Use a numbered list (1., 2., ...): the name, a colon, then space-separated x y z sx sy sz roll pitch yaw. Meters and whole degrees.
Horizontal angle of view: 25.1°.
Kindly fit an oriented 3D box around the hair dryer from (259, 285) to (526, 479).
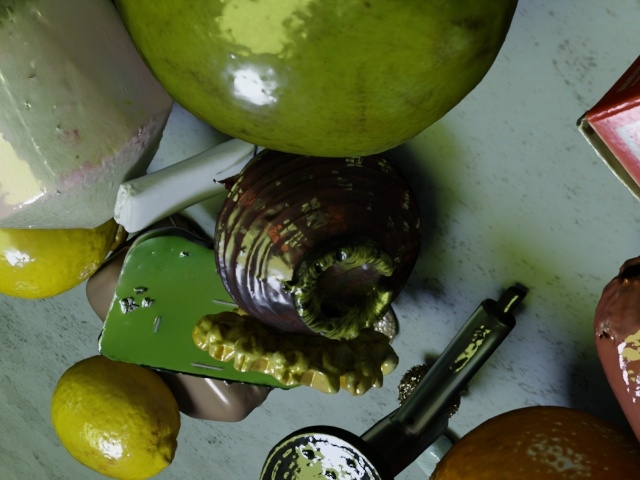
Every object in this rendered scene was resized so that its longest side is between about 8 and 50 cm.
1. hair dryer: 0.088 0.174 1.606 0.155 0.320 0.284 27 120 19

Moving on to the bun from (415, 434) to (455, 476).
1. bun: 0.157 0.288 1.944 0.083 0.045 0.083 34 147 25

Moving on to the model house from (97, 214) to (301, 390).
1. model house: -0.133 0.059 1.889 0.154 0.293 0.207 -109 36 -58

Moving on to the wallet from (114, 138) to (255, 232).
1. wallet: -0.167 -0.069 1.765 0.033 0.190 0.095 55 157 22

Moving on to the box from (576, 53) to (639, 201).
1. box: 0.303 -0.104 1.092 0.133 0.182 0.099 48 152 -11

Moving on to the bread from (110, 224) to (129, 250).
1. bread: -0.388 -0.043 2.195 0.239 0.074 0.093 14 110 43

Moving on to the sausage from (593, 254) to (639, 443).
1. sausage: 0.361 0.138 1.369 0.152 0.152 0.280 -3 123 54

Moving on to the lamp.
1. lamp: 0.000 0.000 1.583 0.247 0.247 0.247 33 149 22

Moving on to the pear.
1. pear: -0.013 -0.236 1.202 0.413 0.352 0.352 13 139 60

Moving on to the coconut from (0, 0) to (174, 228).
1. coconut: -0.336 -0.158 1.752 0.297 0.297 0.310 0 124 53

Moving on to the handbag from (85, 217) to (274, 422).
1. handbag: -0.213 0.125 2.121 0.302 0.149 0.283 50 150 -14

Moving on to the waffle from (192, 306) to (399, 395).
1. waffle: -0.032 0.115 1.704 0.249 0.056 0.253 12 -166 -14

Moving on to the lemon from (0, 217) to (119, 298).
1. lemon: -0.393 -0.043 1.979 0.240 0.240 0.219 47 156 -3

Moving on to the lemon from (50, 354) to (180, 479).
1. lemon: -0.293 0.255 2.080 0.207 0.170 0.170 23 145 25

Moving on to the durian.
1. durian: 0.142 0.194 1.824 0.091 0.080 0.080 -14 127 11

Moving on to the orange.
1. orange: 0.285 0.377 1.526 0.424 0.326 0.424 36 -173 -5

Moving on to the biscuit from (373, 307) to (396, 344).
1. biscuit: 0.038 0.108 1.837 0.120 0.015 0.120 5 124 8

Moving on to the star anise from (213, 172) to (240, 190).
1. star anise: -0.038 -0.052 1.746 0.157 0.054 0.212 36 135 -23
